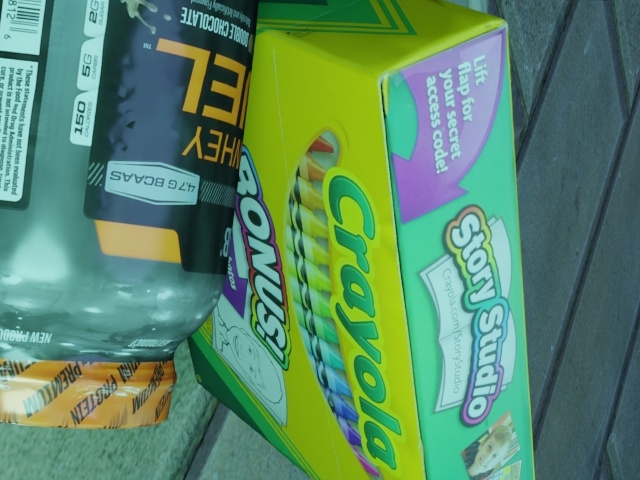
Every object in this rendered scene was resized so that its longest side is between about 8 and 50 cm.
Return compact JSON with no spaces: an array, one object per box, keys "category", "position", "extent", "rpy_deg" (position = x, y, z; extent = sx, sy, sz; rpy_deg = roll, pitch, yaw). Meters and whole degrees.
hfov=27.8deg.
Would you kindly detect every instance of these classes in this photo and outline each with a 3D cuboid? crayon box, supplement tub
[{"category":"crayon box","position":[0.000,0.000,0.887],"extent":[0.106,0.313,0.362],"rpy_deg":[-25,123,-26]},{"category":"supplement tub","position":[-0.142,-0.078,0.705],"extent":[0.207,0.207,0.338],"rpy_deg":[8,89,-64]}]

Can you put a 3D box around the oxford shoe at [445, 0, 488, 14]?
[{"category":"oxford shoe","position":[0.039,-0.285,1.117],"extent":[0.130,0.169,0.449],"rpy_deg":[-45,144,-16]}]
